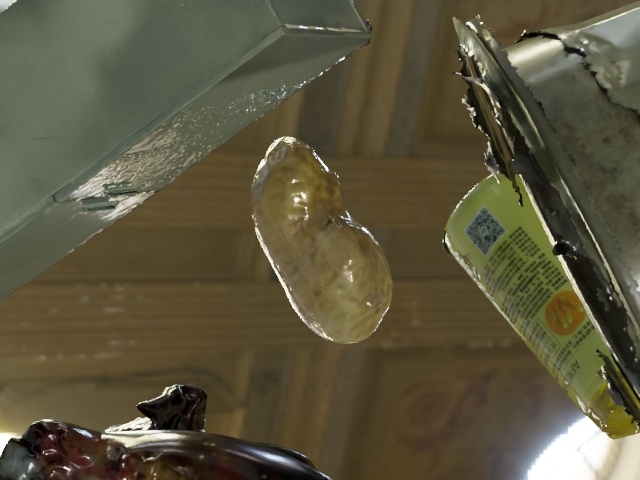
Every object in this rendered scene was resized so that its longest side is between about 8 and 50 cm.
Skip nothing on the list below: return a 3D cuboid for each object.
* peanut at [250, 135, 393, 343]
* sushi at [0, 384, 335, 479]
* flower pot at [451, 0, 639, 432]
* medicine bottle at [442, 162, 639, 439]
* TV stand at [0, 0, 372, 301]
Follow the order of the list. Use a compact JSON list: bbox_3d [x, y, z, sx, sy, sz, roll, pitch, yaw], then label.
[{"bbox_3d":[0.000,0.000,1.655,0.137,0.122,0.253,-34,-95,52],"label":"peanut"},{"bbox_3d":[-0.086,0.192,0.773,0.227,0.215,0.212,19,-89,23],"label":"sushi"},{"bbox_3d":[0.238,-0.044,0.775,0.290,0.259,0.290,-25,90,-85],"label":"flower pot"},{"bbox_3d":[0.212,0.049,1.147,0.239,0.124,0.124,50,-45,28],"label":"medicine bottle"},{"bbox_3d":[-0.112,-0.055,0.637,0.269,0.083,0.088,-31,-101,29],"label":"TV stand"}]
